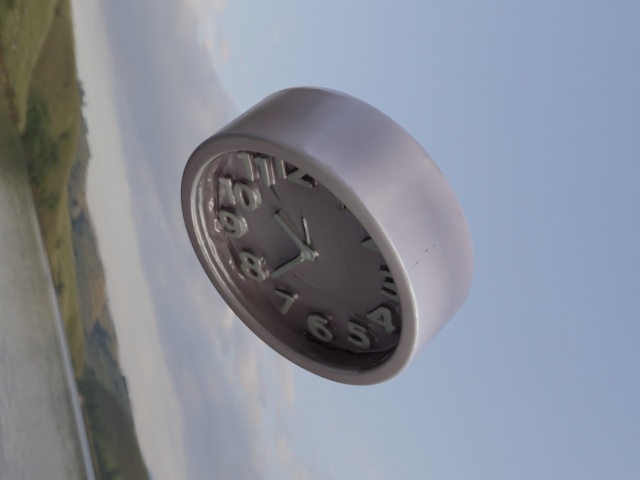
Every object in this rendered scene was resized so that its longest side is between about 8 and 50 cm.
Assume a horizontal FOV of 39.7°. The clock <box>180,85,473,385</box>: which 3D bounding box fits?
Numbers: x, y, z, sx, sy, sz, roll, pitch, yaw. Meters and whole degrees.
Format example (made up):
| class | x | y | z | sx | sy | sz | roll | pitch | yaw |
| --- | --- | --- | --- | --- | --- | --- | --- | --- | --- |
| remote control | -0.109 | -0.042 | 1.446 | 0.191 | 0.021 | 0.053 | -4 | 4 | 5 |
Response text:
| class | x | y | z | sx | sy | sz | roll | pitch | yaw |
| --- | --- | --- | --- | --- | --- | --- | --- | --- | --- |
| clock | 0.000 | 0.000 | 0.589 | 0.197 | 0.068 | 0.196 | 28 | -41 | 27 |
